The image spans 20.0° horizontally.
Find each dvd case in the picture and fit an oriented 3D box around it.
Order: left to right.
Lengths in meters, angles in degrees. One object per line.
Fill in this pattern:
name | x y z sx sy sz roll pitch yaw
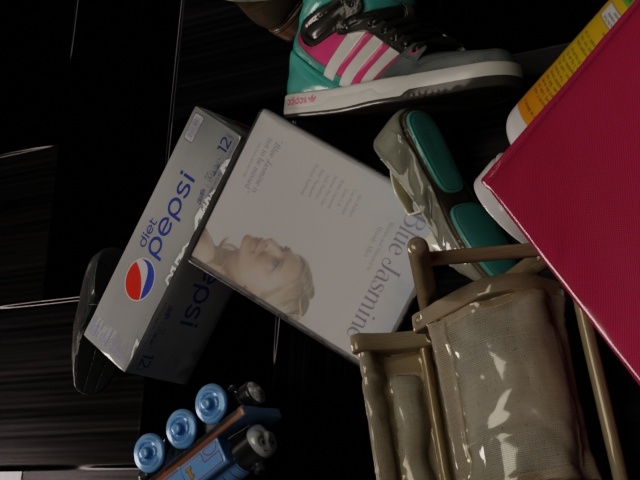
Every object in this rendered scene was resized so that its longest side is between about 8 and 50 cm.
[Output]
dvd case | 0.000 0.000 1.832 0.253 0.022 0.180 30 99 25

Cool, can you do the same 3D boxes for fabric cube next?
fabric cube | 0.336 -0.029 1.412 0.254 0.259 0.258 -51 49 21

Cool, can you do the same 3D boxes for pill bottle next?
pill bottle | 0.251 -0.107 1.601 0.246 0.136 0.136 -49 50 21

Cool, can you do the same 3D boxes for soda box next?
soda box | -0.140 0.008 1.961 0.091 0.098 0.286 35 102 42

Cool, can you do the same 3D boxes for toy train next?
toy train | -0.116 0.224 1.892 0.184 0.080 0.105 -39 63 25

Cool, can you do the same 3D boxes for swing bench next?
swing bench | 0.142 0.155 1.586 0.255 0.165 0.253 114 150 -64

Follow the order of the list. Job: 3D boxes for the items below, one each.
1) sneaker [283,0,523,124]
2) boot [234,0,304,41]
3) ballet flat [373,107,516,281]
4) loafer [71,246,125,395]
sneaker | 0.080 -0.214 1.813 0.295 0.123 0.178 -2 85 44
boot | -0.021 -0.326 1.937 0.219 0.106 0.082 -60 31 12
ballet flat | 0.118 -0.027 1.736 0.068 0.072 0.213 -42 67 37
loafer | -0.253 0.094 2.079 0.061 0.062 0.170 -9 66 65
